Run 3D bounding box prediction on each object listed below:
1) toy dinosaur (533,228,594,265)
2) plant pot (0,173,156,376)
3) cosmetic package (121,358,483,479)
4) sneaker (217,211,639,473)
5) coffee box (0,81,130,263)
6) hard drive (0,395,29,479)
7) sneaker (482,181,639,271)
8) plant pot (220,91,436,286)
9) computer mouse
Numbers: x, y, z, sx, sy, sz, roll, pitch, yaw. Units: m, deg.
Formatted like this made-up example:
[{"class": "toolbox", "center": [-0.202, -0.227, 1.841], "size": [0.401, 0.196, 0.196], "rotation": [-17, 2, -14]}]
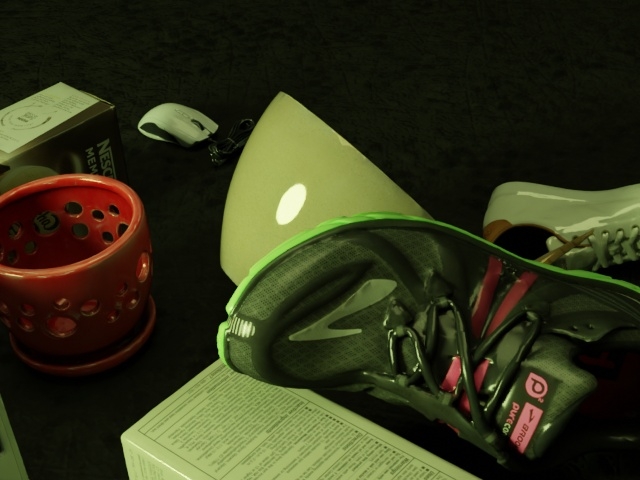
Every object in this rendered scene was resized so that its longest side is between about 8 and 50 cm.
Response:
[{"class": "toy dinosaur", "center": [0.214, 0.067, 1.265], "size": [0.112, 0.064, 0.211], "rotation": [21, 66, 27]}, {"class": "plant pot", "center": [-0.279, 0.046, 1.254], "size": [0.191, 0.174, 0.191], "rotation": [-3, 35, 2]}, {"class": "cosmetic package", "center": [-0.015, 0.234, 1.017], "size": [0.309, 0.113, 0.160], "rotation": [25, 44, 33]}, {"class": "sneaker", "center": [0.149, 0.098, 1.028], "size": [0.483, 0.185, 0.202], "rotation": [7, 21, -12]}, {"class": "coffee box", "center": [-0.395, -0.059, 1.419], "size": [0.119, 0.168, 0.297], "rotation": [26, 46, 35]}, {"class": "hard drive", "center": [-0.417, 0.116, 1.121], "size": [0.047, 0.233, 0.353], "rotation": [-33, 44, -32]}, {"class": "sneaker", "center": [0.333, 0.005, 1.324], "size": [0.290, 0.106, 0.123], "rotation": [2, 44, 23]}, {"class": "plant pot", "center": [0.000, 0.000, 1.251], "size": [0.191, 0.284, 0.284], "rotation": [-49, 44, 1]}, {"class": "computer mouse", "center": [-0.192, -0.168, 1.657], "size": [0.193, 0.042, 0.106], "rotation": [18, 42, 28]}]
